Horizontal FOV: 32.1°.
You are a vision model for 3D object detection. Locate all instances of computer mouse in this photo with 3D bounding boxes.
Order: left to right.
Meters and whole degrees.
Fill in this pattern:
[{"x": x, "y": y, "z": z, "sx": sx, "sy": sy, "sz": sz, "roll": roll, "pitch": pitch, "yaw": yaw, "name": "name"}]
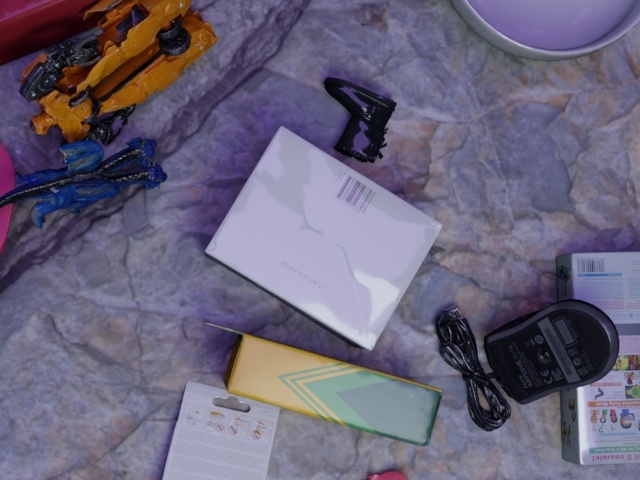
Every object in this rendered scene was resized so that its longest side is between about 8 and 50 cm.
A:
[{"x": 0.305, "y": 0.151, "z": 1.564, "sx": 0.072, "sy": 0.272, "sz": 0.189, "roll": -23, "pitch": 90, "yaw": -50, "name": "computer mouse"}]

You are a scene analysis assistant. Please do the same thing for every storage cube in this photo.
[{"x": -0.418, "y": -0.366, "z": 1.508, "sx": 0.193, "sy": 0.215, "sz": 0.184, "roll": -23, "pitch": 89, "yaw": -2, "name": "storage cube"}]

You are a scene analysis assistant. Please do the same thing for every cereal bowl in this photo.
[{"x": 0.323, "y": -0.422, "z": 1.629, "sx": 0.338, "sy": 0.141, "sz": 0.339, "roll": 0, "pitch": 86, "yaw": -6, "name": "cereal bowl"}]

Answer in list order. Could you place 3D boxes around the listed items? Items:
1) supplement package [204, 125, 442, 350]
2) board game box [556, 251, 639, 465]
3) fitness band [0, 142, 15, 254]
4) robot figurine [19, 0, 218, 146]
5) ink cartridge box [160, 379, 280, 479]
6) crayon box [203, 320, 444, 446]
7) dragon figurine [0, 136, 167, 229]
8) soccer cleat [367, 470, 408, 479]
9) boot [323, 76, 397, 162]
[{"x": 0.000, "y": 0.000, "z": 1.558, "sx": 0.261, "sy": 0.145, "sz": 0.204, "roll": 31, "pitch": 84, "yaw": -4, "name": "supplement package"}, {"x": 0.465, "y": 0.169, "z": 1.625, "sx": 0.223, "sy": 0.097, "sz": 0.304, "roll": 0, "pitch": 84, "yaw": -6, "name": "board game box"}, {"x": -0.512, "y": -0.059, "z": 1.467, "sx": 0.209, "sy": 0.054, "sz": 0.291, "roll": 14, "pitch": 45, "yaw": -20, "name": "fitness band"}, {"x": -0.285, "y": -0.246, "z": 1.533, "sx": 0.291, "sy": 0.211, "sz": 0.085, "roll": -38, "pitch": 61, "yaw": -9, "name": "robot figurine"}, {"x": -0.144, "y": 0.304, "z": 1.583, "sx": 0.145, "sy": 0.045, "sz": 0.179, "roll": 14, "pitch": 66, "yaw": -5, "name": "ink cartridge box"}, {"x": -0.015, "y": 0.192, "z": 1.514, "sx": 0.322, "sy": 0.203, "sz": 0.083, "roll": 17, "pitch": 84, "yaw": -4, "name": "crayon box"}, {"x": -0.329, "y": -0.082, "z": 1.501, "sx": 0.144, "sy": 0.289, "sz": 0.085, "roll": -24, "pitch": 86, "yaw": 30, "name": "dragon figurine"}, {"x": 0.045, "y": 0.435, "z": 1.575, "sx": 0.248, "sy": 0.083, "sz": 0.095, "roll": -48, "pitch": 121, "yaw": -12, "name": "soccer cleat"}, {"x": 0.047, "y": -0.174, "z": 1.630, "sx": 0.121, "sy": 0.045, "sz": 0.099, "roll": 22, "pitch": 87, "yaw": -5, "name": "boot"}]
